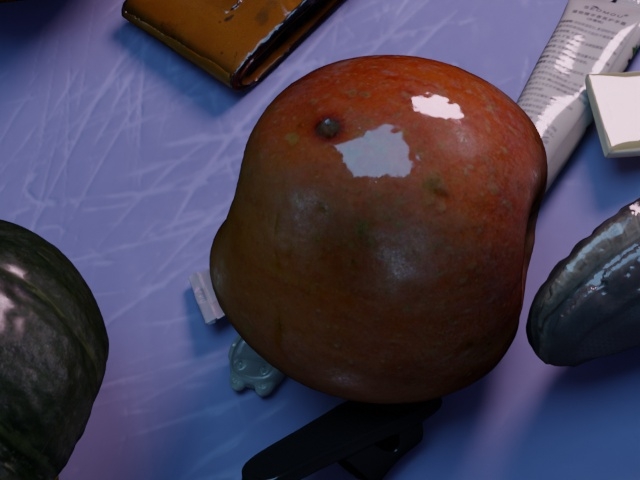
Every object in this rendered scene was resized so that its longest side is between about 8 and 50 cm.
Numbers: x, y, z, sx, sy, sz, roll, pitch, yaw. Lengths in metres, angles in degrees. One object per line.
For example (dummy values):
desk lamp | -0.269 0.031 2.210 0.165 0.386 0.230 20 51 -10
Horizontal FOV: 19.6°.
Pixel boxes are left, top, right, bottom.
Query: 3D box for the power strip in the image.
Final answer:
power strip | -0.043 0.076 1.410 0.055 0.035 0.083 10 64 23

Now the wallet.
wallet | -0.055 -0.226 1.608 0.195 0.042 0.161 -46 52 -11

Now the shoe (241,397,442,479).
shoe | 0.017 0.155 1.328 0.159 0.053 0.062 -22 20 -24

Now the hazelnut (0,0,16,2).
hazelnut | -0.316 -0.388 1.631 0.409 0.359 0.359 27 69 34

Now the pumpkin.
pumpkin | -0.272 0.123 1.320 0.207 0.300 0.300 34 66 -14

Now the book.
book | 0.264 -0.100 1.417 0.111 0.014 0.077 -5 57 -7

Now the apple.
apple | 0.038 -0.011 1.303 0.254 0.253 0.253 -8 56 13

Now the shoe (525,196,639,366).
shoe | 0.315 0.035 1.278 0.336 0.132 0.171 -27 63 -4

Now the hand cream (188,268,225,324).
hand cream | 0.000 -0.001 1.444 0.216 0.038 0.052 -28 11 3

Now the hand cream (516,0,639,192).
hand cream | 0.189 -0.114 1.456 0.080 0.050 0.234 18 61 27
